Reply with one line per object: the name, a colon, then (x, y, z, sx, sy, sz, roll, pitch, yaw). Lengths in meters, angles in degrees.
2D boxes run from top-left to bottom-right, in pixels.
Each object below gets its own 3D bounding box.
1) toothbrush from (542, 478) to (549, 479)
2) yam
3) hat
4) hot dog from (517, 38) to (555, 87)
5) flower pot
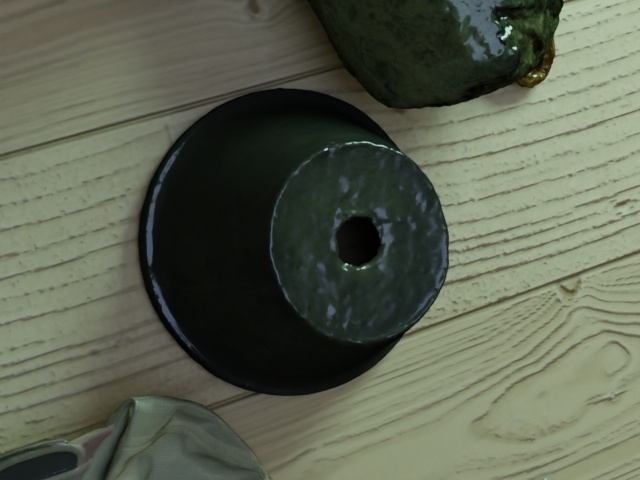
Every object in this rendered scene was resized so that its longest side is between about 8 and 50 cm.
toothbrush: (0.243, 0.277, 1.306, 0.011, 0.013, 0.131, -36, 105, -13)
yam: (0.066, -0.255, 1.142, 0.195, 0.195, 0.300, -36, 101, -18)
hat: (-0.160, 0.248, 1.107, 0.226, 0.164, 0.219, -22, 84, 18)
hot dog: (0.182, -0.179, 1.269, 0.083, 0.035, 0.058, 44, 78, -16)
flower pot: (0.000, 0.000, 1.128, 0.269, 0.166, 0.269, 1, 88, -21)
